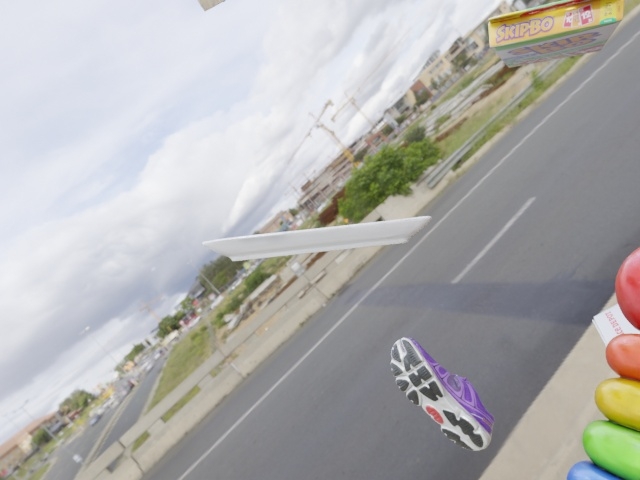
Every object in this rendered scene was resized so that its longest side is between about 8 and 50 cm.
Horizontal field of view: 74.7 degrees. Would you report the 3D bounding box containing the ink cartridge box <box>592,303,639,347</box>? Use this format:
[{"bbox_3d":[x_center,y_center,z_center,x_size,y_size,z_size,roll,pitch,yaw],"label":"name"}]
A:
[{"bbox_3d":[0.538,0.118,0.603,0.219,0.093,0.160,-42,-5,27],"label":"ink cartridge box"}]

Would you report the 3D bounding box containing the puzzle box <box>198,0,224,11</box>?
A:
[{"bbox_3d":[-0.228,-0.498,0.553,0.052,0.272,0.409,-28,45,4],"label":"puzzle box"}]

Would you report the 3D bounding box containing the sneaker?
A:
[{"bbox_3d":[0.164,0.200,0.571,0.071,0.170,0.068,-31,-13,-46],"label":"sneaker"}]

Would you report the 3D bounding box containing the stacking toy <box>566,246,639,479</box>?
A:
[{"bbox_3d":[0.256,0.157,0.317,0.141,0.141,0.331,147,139,-75],"label":"stacking toy"}]

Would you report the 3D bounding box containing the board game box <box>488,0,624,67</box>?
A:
[{"bbox_3d":[0.290,-0.256,0.524,0.124,0.039,0.259,0,12,29],"label":"board game box"}]

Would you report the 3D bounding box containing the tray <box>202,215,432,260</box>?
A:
[{"bbox_3d":[0.000,0.000,0.549,0.270,0.030,0.145,-6,0,5],"label":"tray"}]
